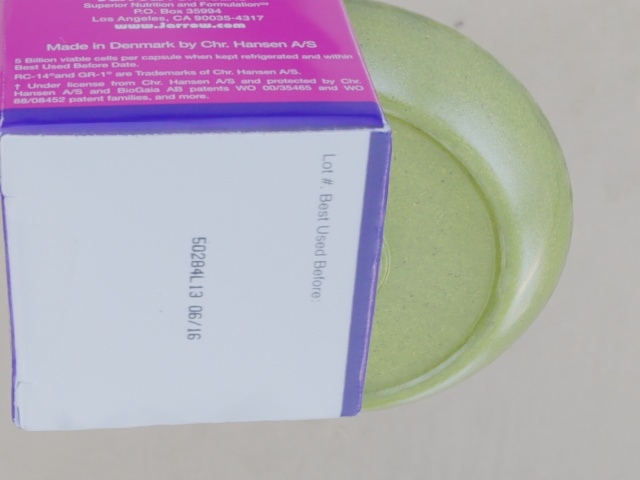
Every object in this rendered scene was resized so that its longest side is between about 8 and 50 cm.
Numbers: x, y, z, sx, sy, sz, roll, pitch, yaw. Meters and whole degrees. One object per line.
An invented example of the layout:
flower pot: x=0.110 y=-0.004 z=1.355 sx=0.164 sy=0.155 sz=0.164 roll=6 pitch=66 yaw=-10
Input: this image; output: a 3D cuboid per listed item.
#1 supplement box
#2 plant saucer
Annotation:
supplement box: x=-0.053 y=-0.050 z=0.502 sx=0.114 sy=0.220 sz=0.111 roll=-1 pitch=126 yaw=-9
plant saucer: x=0.000 y=0.000 z=0.690 sx=0.241 sy=0.037 sz=0.241 roll=2 pitch=125 yaw=3
